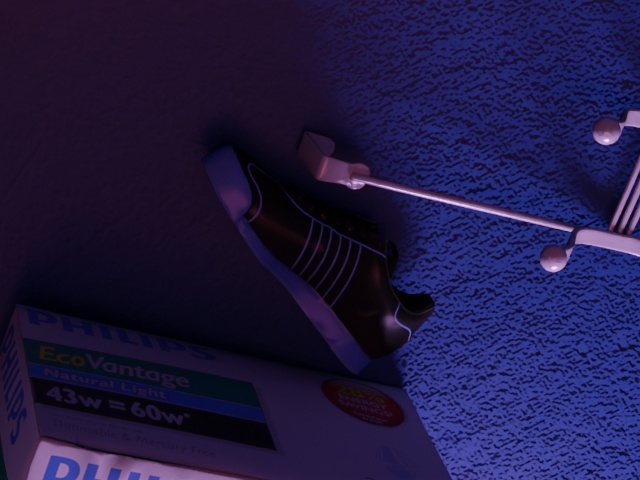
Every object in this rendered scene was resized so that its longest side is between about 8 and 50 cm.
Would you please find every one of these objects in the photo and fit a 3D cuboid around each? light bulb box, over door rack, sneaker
[{"bbox_3d":[-0.120,0.286,1.585,0.357,0.225,0.361,14,110,-19],"label":"light bulb box"},{"bbox_3d":[0.170,-0.110,1.542,0.324,0.108,0.240,17,108,-12],"label":"over door rack"},{"bbox_3d":[0.000,0.000,1.585,0.090,0.081,0.232,-36,118,5],"label":"sneaker"}]
